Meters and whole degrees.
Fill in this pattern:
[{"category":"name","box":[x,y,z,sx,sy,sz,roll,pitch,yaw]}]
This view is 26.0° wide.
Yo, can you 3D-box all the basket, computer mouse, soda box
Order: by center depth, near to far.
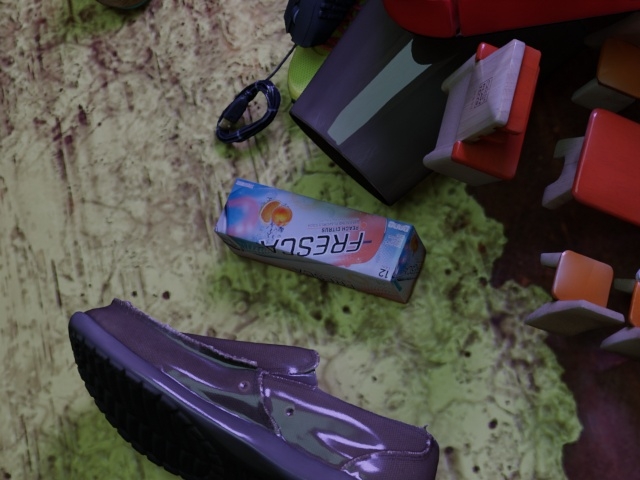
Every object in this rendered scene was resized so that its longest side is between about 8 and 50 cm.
[{"category":"basket","box":[0.094,-0.154,1.252,0.227,0.154,0.204,-48,59,-2]},{"category":"soda box","box":[0.000,0.000,1.261,0.183,0.063,0.058,15,73,23]},{"category":"computer mouse","box":[-0.036,-0.186,1.305,0.242,0.041,0.071,-54,51,24]}]

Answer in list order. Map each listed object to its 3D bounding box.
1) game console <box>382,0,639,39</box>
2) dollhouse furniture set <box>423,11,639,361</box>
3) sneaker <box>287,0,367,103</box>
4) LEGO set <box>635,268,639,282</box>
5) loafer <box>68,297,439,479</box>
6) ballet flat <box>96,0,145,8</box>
[{"category":"game console","box":[0.223,-0.326,1.182,0.342,0.060,0.386,-4,50,11]},{"category":"dollhouse furniture set","box":[0.226,-0.063,1.107,0.259,0.135,0.262,19,75,-17]},{"category":"sneaker","box":[0.025,-0.222,1.330,0.081,0.094,0.208,25,79,23]},{"category":"LEGO set","box":[0.386,0.031,1.084,0.244,0.060,0.182,38,85,-5]},{"category":"loafer","box":[-0.055,0.150,1.196,0.366,0.134,0.130,29,56,16]},{"category":"ballet flat","box":[-0.170,-0.410,1.454,0.116,0.124,0.342,19,75,24]}]
